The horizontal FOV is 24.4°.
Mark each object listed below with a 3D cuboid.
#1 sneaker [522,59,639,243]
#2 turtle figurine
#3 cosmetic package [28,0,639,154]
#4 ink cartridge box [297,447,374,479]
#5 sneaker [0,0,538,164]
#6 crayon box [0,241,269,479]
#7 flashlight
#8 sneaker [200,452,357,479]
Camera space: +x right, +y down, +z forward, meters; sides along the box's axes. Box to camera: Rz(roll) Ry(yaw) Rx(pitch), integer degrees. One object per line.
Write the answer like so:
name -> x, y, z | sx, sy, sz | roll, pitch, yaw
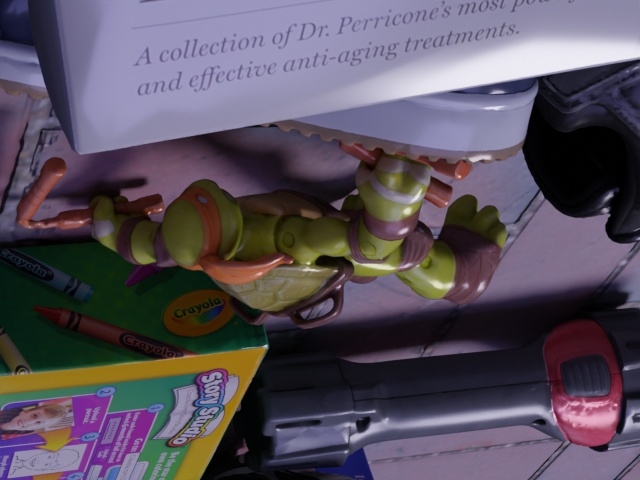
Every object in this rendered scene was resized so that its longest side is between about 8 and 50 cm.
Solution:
sneaker -> 0.167, -0.053, 0.697 | 0.135, 0.097, 0.276 | -42, 145, 7
turtle figurine -> 0.000, 0.000, 0.731 | 0.270, 0.087, 0.217 | -9, 171, 37
cosmetic package -> 0.090, -0.196, 0.424 | 0.377, 0.097, 0.284 | -11, 123, -13
ink cartridge box -> 0.006, 0.244, 1.189 | 0.046, 0.097, 0.207 | -9, 148, -16
sneaker -> -0.041, -0.129, 0.560 | 0.282, 0.099, 0.153 | 10, 118, -7
crayon box -> -0.151, 0.109, 0.896 | 0.165, 0.081, 0.278 | -4, 147, -24
flashlight -> 0.093, 0.108, 1.027 | 0.304, 0.103, 0.103 | -5, 121, -17
sneaker -> -0.057, 0.189, 1.022 | 0.106, 0.078, 0.234 | 3, 176, -30
